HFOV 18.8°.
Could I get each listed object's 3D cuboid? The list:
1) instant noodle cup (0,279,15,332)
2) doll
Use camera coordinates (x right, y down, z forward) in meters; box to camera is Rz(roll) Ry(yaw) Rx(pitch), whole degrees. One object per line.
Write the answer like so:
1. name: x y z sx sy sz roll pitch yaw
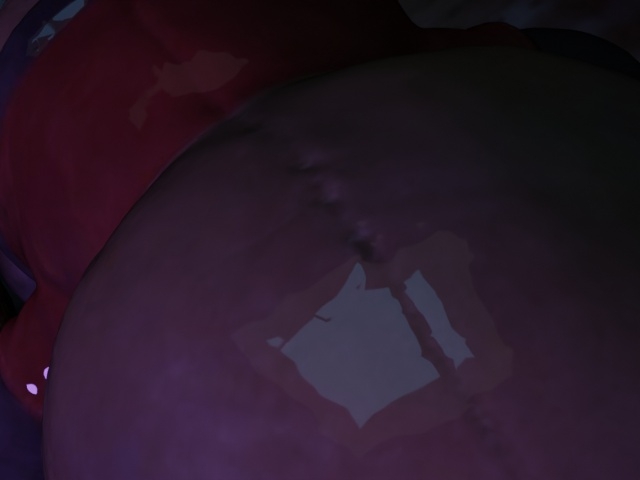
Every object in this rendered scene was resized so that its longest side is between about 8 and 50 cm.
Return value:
1. instant noodle cup: -0.216 0.015 0.628 0.230 0.182 0.230 -16 44 16
2. doll: 0.000 0.000 0.529 0.235 0.174 0.330 -29 41 -10
